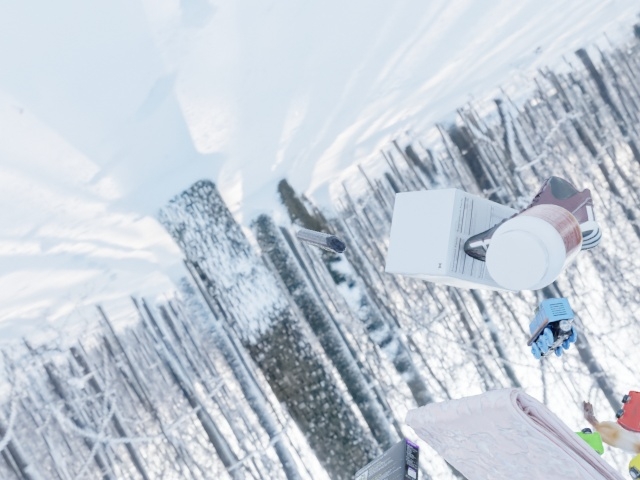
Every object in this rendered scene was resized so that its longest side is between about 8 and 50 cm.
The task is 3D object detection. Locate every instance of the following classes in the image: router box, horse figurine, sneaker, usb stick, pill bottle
[{"bbox_3d":[0.137,0.523,1.393,0.179,0.046,0.133,-47,-165,32],"label":"router box"},{"bbox_3d":[0.748,0.477,1.573,0.174,0.263,0.066,15,97,-58],"label":"horse figurine"},{"bbox_3d":[0.441,-0.047,1.374,0.281,0.163,0.106,-9,152,32],"label":"sneaker"},{"bbox_3d":[0.000,0.000,2.128,0.045,0.077,0.278,-63,-157,-6],"label":"usb stick"},{"bbox_3d":[0.350,0.012,1.076,0.121,0.121,0.216,-29,174,33],"label":"pill bottle"}]

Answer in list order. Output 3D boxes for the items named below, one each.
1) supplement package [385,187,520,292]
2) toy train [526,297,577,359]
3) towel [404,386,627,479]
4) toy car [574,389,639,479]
[{"bbox_3d":[0.327,0.004,1.561,0.262,0.198,0.199,13,173,-35],"label":"supplement package"},{"bbox_3d":[0.536,0.209,1.525,0.080,0.105,0.184,-6,152,-3],"label":"toy train"},{"bbox_3d":[0.330,0.374,1.086,0.053,0.317,0.332,-50,-176,-30],"label":"towel"},{"bbox_3d":[0.591,0.423,1.341,0.224,0.053,0.239,-1,-135,5],"label":"toy car"}]
